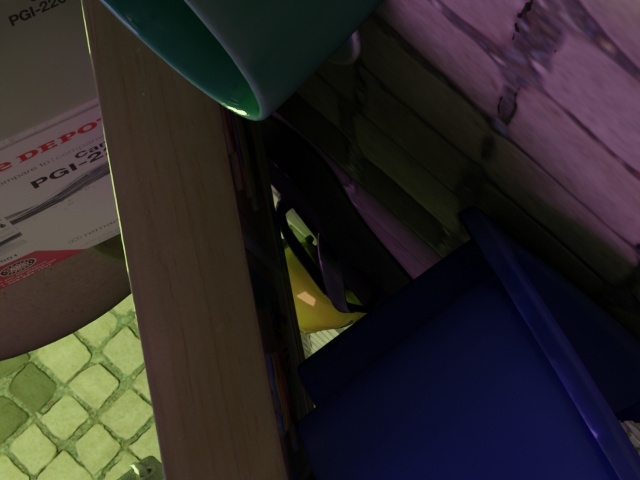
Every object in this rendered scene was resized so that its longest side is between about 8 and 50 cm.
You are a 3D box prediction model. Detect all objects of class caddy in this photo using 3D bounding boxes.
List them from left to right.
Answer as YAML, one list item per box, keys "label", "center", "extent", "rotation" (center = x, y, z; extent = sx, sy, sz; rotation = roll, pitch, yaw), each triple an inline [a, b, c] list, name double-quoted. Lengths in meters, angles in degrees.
- label: "caddy"
  center: [0.131, 0.147, 0.788]
  extent: [0.341, 0.179, 0.241]
  rotation: [59, -175, -9]

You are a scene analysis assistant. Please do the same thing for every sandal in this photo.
- label: "sandal"
  center: [-0.001, -0.001, 1.148]
  extent: [0.097, 0.054, 0.254]
  rotation: [37, 171, 40]

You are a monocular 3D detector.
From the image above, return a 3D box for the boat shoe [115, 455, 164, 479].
- label: "boat shoe"
  center: [-0.015, 0.226, 0.807]
  extent: [0.320, 0.103, 0.118]
  rotation: [28, 154, 32]

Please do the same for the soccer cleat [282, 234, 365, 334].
- label: "soccer cleat"
  center: [-0.032, 0.062, 1.416]
  extent: [0.093, 0.121, 0.289]
  rotation: [45, 172, -8]

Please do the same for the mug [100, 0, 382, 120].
- label: "mug"
  center: [-0.036, -0.118, 0.493]
  extent: [0.129, 0.097, 0.158]
  rotation: [46, 173, -26]

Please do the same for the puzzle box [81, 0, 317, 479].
- label: "puzzle box"
  center: [-0.050, 0.018, 0.828]
  extent: [0.409, 0.052, 0.272]
  rotation: [68, -168, -86]

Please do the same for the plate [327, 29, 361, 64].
- label: "plate"
  center: [-0.045, -0.149, 0.663]
  extent: [0.188, 0.024, 0.188]
  rotation: [43, 173, 7]

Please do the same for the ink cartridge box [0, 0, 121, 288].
- label: "ink cartridge box"
  center: [-0.175, -0.060, 0.910]
  extent: [0.218, 0.158, 0.092]
  rotation: [73, 171, -73]

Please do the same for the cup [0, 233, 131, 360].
- label: "cup"
  center: [-0.233, -0.061, 1.250]
  extent: [0.237, 0.331, 0.331]
  rotation: [-4, 140, 40]
